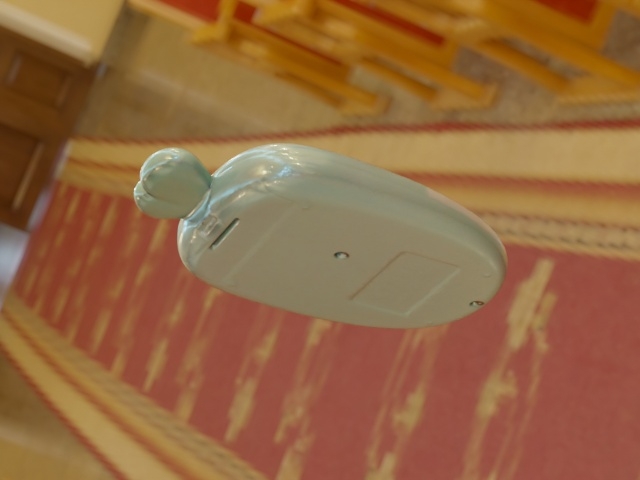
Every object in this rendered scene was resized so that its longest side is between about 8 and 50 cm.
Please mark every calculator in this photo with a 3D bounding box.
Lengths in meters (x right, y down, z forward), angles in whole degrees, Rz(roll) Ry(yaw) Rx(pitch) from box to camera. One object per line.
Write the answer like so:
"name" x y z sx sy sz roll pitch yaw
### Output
"calculator" 0.000 0.000 0.647 0.095 0.153 0.021 -45 36 49
